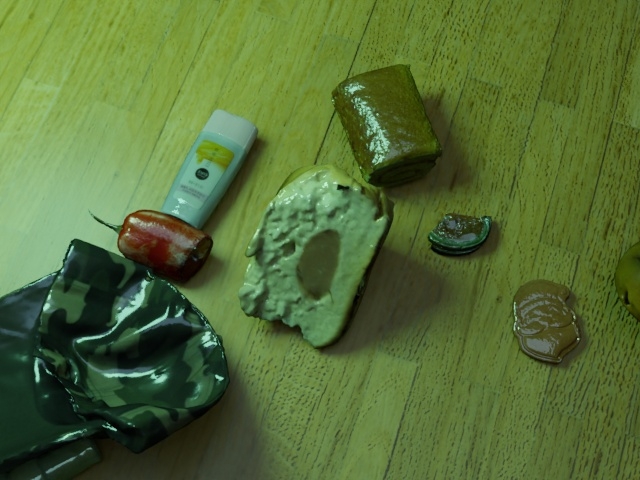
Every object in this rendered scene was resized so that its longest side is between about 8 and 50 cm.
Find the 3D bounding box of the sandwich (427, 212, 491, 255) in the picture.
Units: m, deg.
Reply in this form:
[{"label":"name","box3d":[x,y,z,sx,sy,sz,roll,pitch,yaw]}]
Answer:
[{"label":"sandwich","box3d":[0.215,-0.011,1.426,0.101,0.026,0.069,1,70,-1]}]

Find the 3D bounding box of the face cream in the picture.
[{"label":"face cream","box3d":[-0.173,-0.109,1.433,0.084,0.057,0.198,23,70,7]}]

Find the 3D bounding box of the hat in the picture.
[{"label":"hat","box3d":[-0.345,0.209,1.266,0.382,0.257,0.366,-39,44,17]}]

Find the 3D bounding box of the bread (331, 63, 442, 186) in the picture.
[{"label":"bread","box3d":[0.102,-0.177,1.445,0.132,0.103,0.172,-16,69,-8]}]

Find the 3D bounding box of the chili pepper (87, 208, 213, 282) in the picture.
[{"label":"chili pepper","box3d":[-0.261,-0.005,1.374,0.192,0.084,0.086,23,75,3]}]

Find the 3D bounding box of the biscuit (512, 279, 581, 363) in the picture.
[{"label":"biscuit","box3d":[0.337,0.121,1.383,0.102,0.019,0.130,-3,70,-2]}]

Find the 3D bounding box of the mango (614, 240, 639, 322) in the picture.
[{"label":"mango","box3d":[0.534,0.038,1.358,0.156,0.151,0.249,29,55,30]}]

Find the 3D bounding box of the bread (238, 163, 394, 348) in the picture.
[{"label":"bread","box3d":[-0.003,0.007,1.313,0.184,0.211,0.224,23,64,-1]}]

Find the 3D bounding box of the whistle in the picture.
[{"label":"whistle","box3d":[-0.420,0.341,1.244,0.258,0.067,0.126,-27,69,-15]}]
